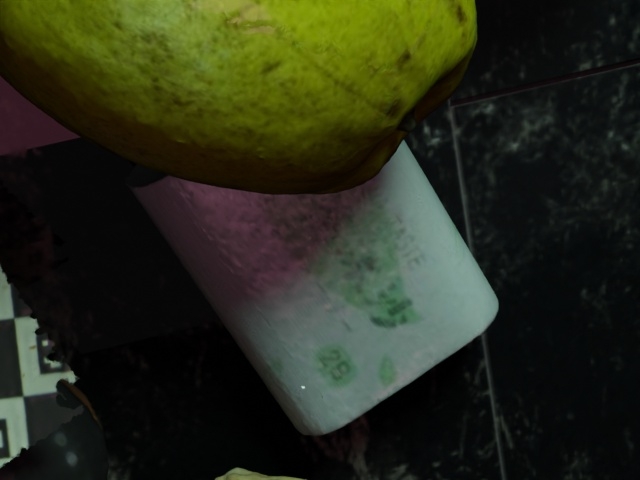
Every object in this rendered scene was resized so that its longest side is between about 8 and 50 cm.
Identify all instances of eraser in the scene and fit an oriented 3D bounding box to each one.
[{"bbox_3d":[0.000,0.000,0.981,0.174,0.081,0.227,-32,113,1],"label":"eraser"}]

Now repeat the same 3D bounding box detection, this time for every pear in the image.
[{"bbox_3d":[-0.067,-0.154,0.803,0.307,0.253,0.253,41,99,1],"label":"pear"}]

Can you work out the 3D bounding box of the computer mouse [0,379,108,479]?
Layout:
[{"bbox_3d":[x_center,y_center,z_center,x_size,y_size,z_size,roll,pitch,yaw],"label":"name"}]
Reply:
[{"bbox_3d":[-0.305,0.168,0.964,0.323,0.116,0.183,-8,106,-9],"label":"computer mouse"}]

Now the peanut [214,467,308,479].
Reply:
[{"bbox_3d":[-0.124,0.274,1.031,0.325,0.140,0.153,-25,96,3],"label":"peanut"}]

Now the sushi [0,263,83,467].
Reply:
[{"bbox_3d":[-0.326,0.056,0.882,0.264,0.050,0.290,-33,87,2],"label":"sushi"}]
